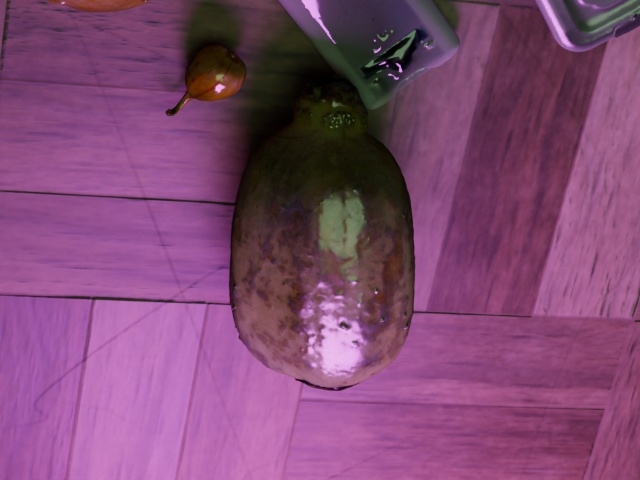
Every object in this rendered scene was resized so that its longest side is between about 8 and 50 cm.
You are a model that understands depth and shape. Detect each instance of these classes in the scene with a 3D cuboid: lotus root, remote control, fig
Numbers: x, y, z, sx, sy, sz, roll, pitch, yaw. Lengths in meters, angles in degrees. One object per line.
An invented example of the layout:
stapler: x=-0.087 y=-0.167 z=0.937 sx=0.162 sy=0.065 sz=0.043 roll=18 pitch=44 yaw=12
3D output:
lotus root: x=0.000 y=0.000 z=1.794 sx=0.173 sy=0.173 sz=0.309 roll=-8 pitch=120 yaw=-10
remote control: x=0.005 y=-0.240 z=1.698 sx=0.109 sy=0.055 sz=0.313 roll=-35 pitch=123 yaw=8
fig: x=-0.104 y=-0.138 z=1.740 sx=0.083 sy=0.050 sz=0.050 roll=-39 pitch=123 yaw=22

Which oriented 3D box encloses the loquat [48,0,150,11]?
loquat: x=-0.167 y=-0.258 z=1.573 sx=0.172 sy=0.204 sz=0.149 roll=-8 pitch=98 yaw=-45

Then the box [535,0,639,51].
box: x=0.229 y=-0.291 z=1.680 sx=0.162 sy=0.130 sz=0.227 roll=-29 pitch=123 yaw=5
